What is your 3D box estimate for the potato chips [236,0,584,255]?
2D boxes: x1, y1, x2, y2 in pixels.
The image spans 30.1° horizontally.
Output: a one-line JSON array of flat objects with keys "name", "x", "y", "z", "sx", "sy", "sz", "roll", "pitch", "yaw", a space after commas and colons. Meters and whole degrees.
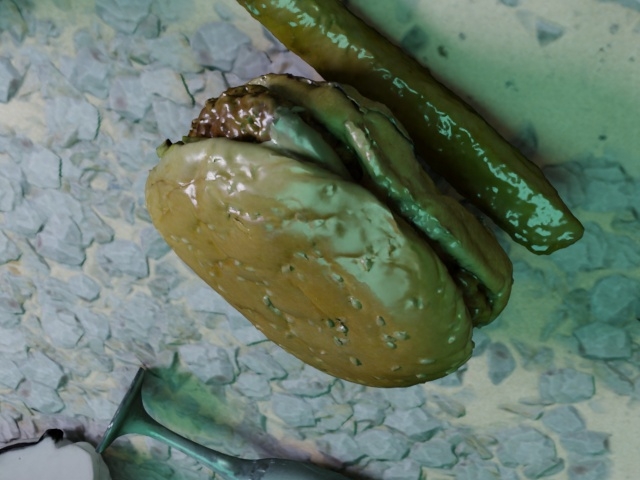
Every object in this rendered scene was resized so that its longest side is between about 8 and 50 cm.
[{"name": "potato chips", "x": 0.036, "y": -0.128, "z": 0.901, "sx": 0.407, "sy": 0.080, "sz": 0.057, "roll": 39, "pitch": 113, "yaw": -11}]

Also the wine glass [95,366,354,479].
[{"name": "wine glass", "x": -0.107, "y": 0.314, "z": 1.193, "sx": 0.310, "sy": 0.264, "sz": 0.096, "roll": 29, "pitch": 159, "yaw": -5}]

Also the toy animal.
[{"name": "toy animal", "x": -0.316, "y": 0.324, "z": 1.312, "sx": 0.208, "sy": 0.204, "sz": 0.156, "roll": -15, "pitch": 138, "yaw": 7}]

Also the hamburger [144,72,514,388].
[{"name": "hamburger", "x": 0.000, "y": 0.001, "z": 0.931, "sx": 0.283, "sy": 0.144, "sz": 0.259, "roll": 47, "pitch": 157, "yaw": -15}]
